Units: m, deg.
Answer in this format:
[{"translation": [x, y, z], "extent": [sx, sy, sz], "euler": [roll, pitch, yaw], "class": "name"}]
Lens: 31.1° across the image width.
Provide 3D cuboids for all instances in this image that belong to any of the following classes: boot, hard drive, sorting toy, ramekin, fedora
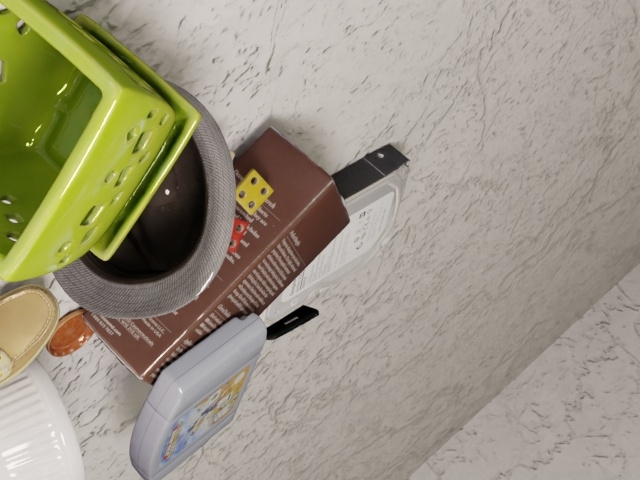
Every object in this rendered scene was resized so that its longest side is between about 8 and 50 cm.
[{"translation": [-0.422, 0.135, 1.340], "extent": [0.262, 0.095, 0.203], "euler": [-35, 177, -14], "class": "boot"}, {"translation": [0.000, 0.000, 1.931], "extent": [0.339, 0.064, 0.237], "euler": [-30, 149, -33], "class": "hard drive"}, {"translation": [-0.190, -0.075, 1.483], "extent": [0.275, 0.046, 0.132], "euler": [17, 100, -38], "class": "sorting toy"}, {"translation": [-0.402, 0.259, 1.504], "extent": [0.109, 0.207, 0.207], "euler": [-22, 145, -28], "class": "ramekin"}, {"translation": [-0.198, -0.050, 1.335], "extent": [0.244, 0.275, 0.124], "euler": [-11, 178, 16], "class": "fedora"}]

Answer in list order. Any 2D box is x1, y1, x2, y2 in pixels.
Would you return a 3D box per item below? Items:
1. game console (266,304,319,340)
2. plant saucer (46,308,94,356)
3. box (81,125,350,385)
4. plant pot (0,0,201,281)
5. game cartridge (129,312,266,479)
[{"translation": [-0.074, 0.164, 2.043], "extent": [0.122, 0.107, 0.071], "euler": [-27, 120, -38], "class": "game console"}, {"translation": [-0.350, 0.128, 1.612], "extent": [0.083, 0.013, 0.083], "euler": [-36, 152, -23], "class": "plant saucer"}, {"translation": [-0.141, 0.037, 1.650], "extent": [0.381, 0.143, 0.191], "euler": [-44, 162, -6], "class": "box"}, {"translation": [-0.270, -0.110, 1.160], "extent": [0.228, 0.227, 0.207], "euler": [-55, 160, 14], "class": "plant pot"}, {"translation": [-0.186, 0.241, 1.673], "extent": [0.198, 0.062, 0.297], "euler": [-41, 164, -37], "class": "game cartridge"}]
